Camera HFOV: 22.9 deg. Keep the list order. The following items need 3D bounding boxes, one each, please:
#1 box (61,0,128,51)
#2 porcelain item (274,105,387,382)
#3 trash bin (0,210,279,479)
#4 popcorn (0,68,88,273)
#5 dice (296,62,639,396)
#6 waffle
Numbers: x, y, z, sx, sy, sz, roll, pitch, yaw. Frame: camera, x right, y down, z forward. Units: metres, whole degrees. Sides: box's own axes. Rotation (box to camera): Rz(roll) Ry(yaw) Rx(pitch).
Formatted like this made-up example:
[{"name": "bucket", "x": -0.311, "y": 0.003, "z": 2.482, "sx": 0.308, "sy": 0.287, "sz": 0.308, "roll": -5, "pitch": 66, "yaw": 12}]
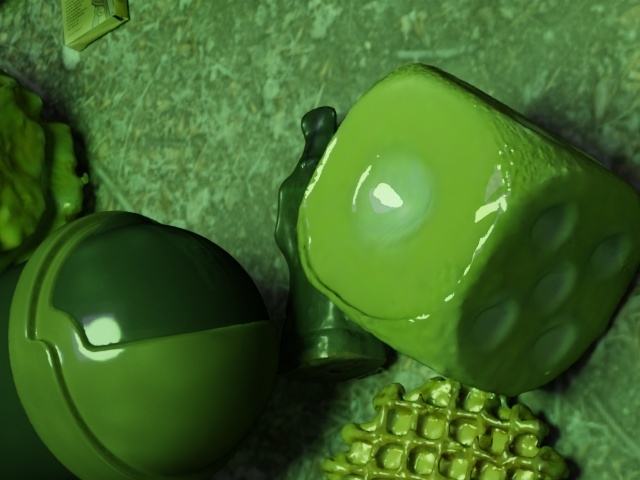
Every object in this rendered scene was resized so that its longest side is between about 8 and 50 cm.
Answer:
[{"name": "box", "x": -0.221, "y": -0.262, "z": 1.523, "sx": 0.073, "sy": 0.020, "sz": 0.149, "roll": -26, "pitch": 60, "yaw": 33}, {"name": "porcelain item", "x": 0.000, "y": 0.000, "z": 1.220, "sx": 0.081, "sy": 0.069, "sz": 0.216, "roll": -26, "pitch": 61, "yaw": 46}, {"name": "trash bin", "x": -0.175, "y": 0.095, "z": 1.199, "sx": 0.333, "sy": 0.214, "sz": 0.214, "roll": -19, "pitch": 65, "yaw": 43}, {"name": "popcorn", "x": -0.352, "y": -0.047, "z": 1.417, "sx": 0.247, "sy": 0.282, "sz": 0.282, "roll": -14, "pitch": 67, "yaw": 42}, {"name": "dice", "x": 0.101, "y": -0.007, "z": 1.069, "sx": 0.166, "sy": 0.169, "sz": 0.169, "roll": 40, "pitch": 103, "yaw": 41}, {"name": "waffle", "x": 0.083, "y": 0.174, "z": 1.098, "sx": 0.191, "sy": 0.038, "sz": 0.191, "roll": -14, "pitch": 61, "yaw": 26}]
